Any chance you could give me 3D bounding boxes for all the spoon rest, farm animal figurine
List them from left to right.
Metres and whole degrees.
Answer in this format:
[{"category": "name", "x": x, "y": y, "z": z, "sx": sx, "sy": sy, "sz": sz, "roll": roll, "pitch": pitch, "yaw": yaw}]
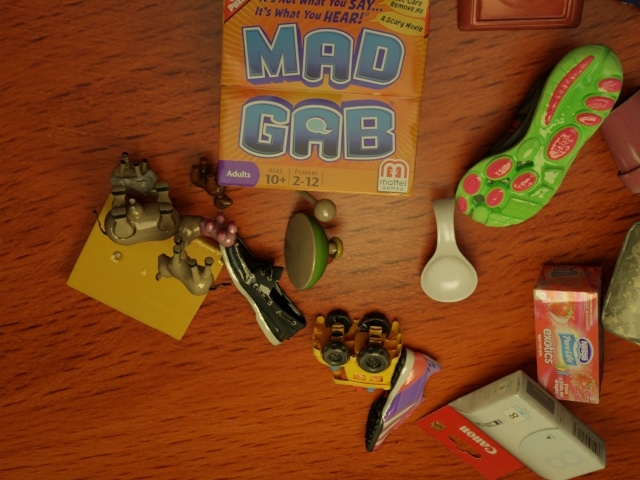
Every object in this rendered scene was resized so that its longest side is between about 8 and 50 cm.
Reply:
[{"category": "farm animal figurine", "x": -0.342, "y": -0.026, "z": 1.550, "sx": 0.327, "sy": 0.330, "sz": 0.172, "roll": 8, "pitch": 141, "yaw": -3}, {"category": "spoon rest", "x": 0.302, "y": 0.038, "z": 1.633, "sx": 0.137, "sy": 0.084, "sz": 0.276, "roll": -5, "pitch": 119, "yaw": 11}]

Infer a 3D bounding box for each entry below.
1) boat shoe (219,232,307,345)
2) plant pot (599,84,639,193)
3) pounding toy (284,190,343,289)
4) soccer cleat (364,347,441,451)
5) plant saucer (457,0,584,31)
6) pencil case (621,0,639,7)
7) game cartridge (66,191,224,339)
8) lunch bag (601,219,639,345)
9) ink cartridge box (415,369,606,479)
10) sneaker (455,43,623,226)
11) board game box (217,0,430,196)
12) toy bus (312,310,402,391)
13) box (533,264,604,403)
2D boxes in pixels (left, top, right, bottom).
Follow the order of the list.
[{"category": "boat shoe", "x": -0.133, "y": 0.104, "z": 1.669, "sx": 0.113, "sy": 0.127, "sz": 0.340, "roll": -22, "pitch": 110, "yaw": 10}, {"category": "plant pot", "x": 0.708, "y": -0.233, "z": 1.484, "sx": 0.201, "sy": 0.201, "sz": 0.180, "roll": -39, "pitch": 90, "yaw": 15}, {"category": "pounding toy", "x": 0.000, "y": 0.000, "z": 1.622, "sx": 0.110, "sy": 0.183, "sz": 0.236, "roll": 0, "pitch": 109, "yaw": -25}, {"category": "soccer cleat", "x": 0.208, "y": 0.434, "z": 1.796, "sx": 0.117, "sy": 0.108, "sz": 0.318, "roll": 18, "pitch": 108, "yaw": -9}, {"category": "plant saucer", "x": 0.415, "y": -0.543, "z": 1.386, "sx": 0.259, "sy": 0.047, "sz": 0.259, "roll": 1, "pitch": 130, "yaw": 9}, {"category": "pencil case", "x": 0.761, "y": -0.484, "z": 1.413, "sx": 0.306, "sy": 0.119, "sz": 0.133, "roll": 29, "pitch": 145, "yaw": -9}, {"category": "game cartridge", "x": -0.432, "y": 0.066, "z": 1.712, "sx": 0.324, "sy": 0.052, "sz": 0.285, "roll": 29, "pitch": 109, "yaw": -11}, {"category": "lunch bag", "x": 0.805, "y": 0.090, "z": 1.568, "sx": 0.213, "sy": 0.256, "sz": 0.305, "roll": 23, "pitch": 114, "yaw": 36}, {"category": "ink cartridge box", "x": 0.470, "y": 0.515, "z": 1.748, "sx": 0.308, "sy": 0.091, "sz": 0.385, "roll": 39, "pitch": 131, "yaw": -12}, {"category": "sneaker", "x": 0.481, "y": -0.214, "z": 1.495, "sx": 0.185, "sy": 0.202, "sz": 0.482, "roll": 39, "pitch": 126, "yaw": 3}, {"category": "board game box", "x": 0.005, "y": -0.292, "z": 1.364, "sx": 0.357, "sy": 0.356, "sz": 0.356, "roll": 4, "pitch": 101, "yaw": 1}, {"category": "toy bus", "x": 0.087, "y": 0.303, "z": 1.741, "sx": 0.220, "sy": 0.149, "sz": 0.211, "roll": 6, "pitch": 127, "yaw": 2}, {"category": "box", "x": 0.605, "y": 0.223, "z": 1.653, "sx": 0.142, "sy": 0.154, "sz": 0.299, "roll": 1, "pitch": 112, "yaw": 27}]
